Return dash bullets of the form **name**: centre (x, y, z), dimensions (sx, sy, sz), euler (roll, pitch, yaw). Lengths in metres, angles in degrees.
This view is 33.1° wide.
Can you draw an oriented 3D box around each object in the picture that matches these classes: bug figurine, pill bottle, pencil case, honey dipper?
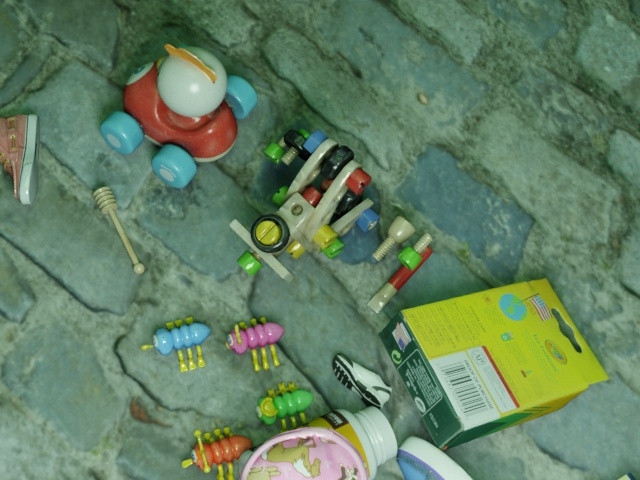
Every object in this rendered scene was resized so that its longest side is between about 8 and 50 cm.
- **bug figurine**: centre (-0.134, 0.214, 1.613), dimensions (0.216, 0.072, 0.279), euler (-17, 65, -16)
- **pill bottle**: centre (-0.001, 0.317, 1.545), dimensions (0.215, 0.117, 0.117), euler (-21, 66, -22)
- **pencil case**: centre (-0.019, 0.390, 1.361), dimensions (0.167, 0.386, 0.160), euler (-32, 59, -21)
- **honey dipper**: centre (-0.323, -0.014, 1.739), dimensions (0.031, 0.030, 0.160), euler (-22, 71, -18)

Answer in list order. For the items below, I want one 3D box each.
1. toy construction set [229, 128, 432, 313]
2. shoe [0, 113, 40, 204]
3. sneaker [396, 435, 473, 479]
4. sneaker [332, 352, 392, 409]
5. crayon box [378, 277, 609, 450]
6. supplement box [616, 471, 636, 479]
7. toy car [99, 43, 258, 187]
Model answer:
- **toy construction set**: centre (0.000, 0.000, 1.699), dimensions (0.309, 0.257, 0.237), euler (43, 82, -9)
- **shoe**: centre (-0.506, -0.133, 1.761), dimensions (0.081, 0.063, 0.178), euler (-1, 57, -7)
- **sneaker**: centre (0.151, 0.452, 1.492), dimensions (0.236, 0.130, 0.323), euler (-39, 60, -11)
- **sneaker**: centre (0.064, 0.214, 1.664), dimensions (0.109, 0.040, 0.044), euler (45, 49, 12)
- **crayon box**: centre (0.268, 0.180, 1.643), dimensions (0.319, 0.081, 0.202), euler (-9, 61, -35)
- **supplement box**: centre (0.426, 0.395, 1.582), dimensions (0.083, 0.083, 0.056), euler (-26, 68, -20)
- **toy car**: centre (-0.228, -0.253, 1.759), dimensions (0.210, 0.238, 0.219), euler (33, 62, 10)
